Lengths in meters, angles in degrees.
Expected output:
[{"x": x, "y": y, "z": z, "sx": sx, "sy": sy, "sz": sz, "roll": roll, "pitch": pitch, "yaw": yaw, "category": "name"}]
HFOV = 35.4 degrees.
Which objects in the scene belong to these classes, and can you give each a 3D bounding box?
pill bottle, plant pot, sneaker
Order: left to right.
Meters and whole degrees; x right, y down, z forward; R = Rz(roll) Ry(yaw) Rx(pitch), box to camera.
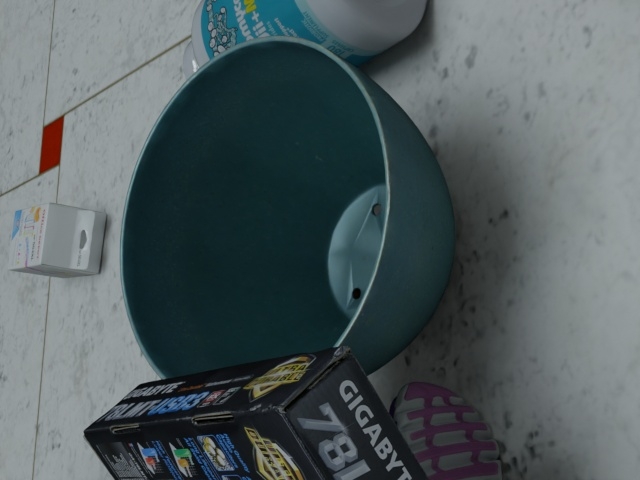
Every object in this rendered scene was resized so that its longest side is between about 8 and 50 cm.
[{"x": -0.030, "y": -0.216, "z": 0.995, "sx": 0.264, "sy": 0.146, "sz": 0.146, "roll": -24, "pitch": 62, "yaw": 48, "category": "pill bottle"}, {"x": 0.000, "y": 0.000, "z": 0.838, "sx": 0.290, "sy": 0.195, "sz": 0.290, "roll": -11, "pitch": 73, "yaw": 40, "category": "plant pot"}, {"x": 0.092, "y": 0.226, "z": 0.767, "sx": 0.104, "sy": 0.095, "sz": 0.236, "roll": -49, "pitch": 46, "yaw": 44, "category": "sneaker"}]

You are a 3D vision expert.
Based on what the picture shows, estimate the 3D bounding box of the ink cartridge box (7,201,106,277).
[{"x": -0.375, "y": 0.001, "z": 1.435, "sx": 0.143, "sy": 0.090, "sz": 0.092, "roll": -8, "pitch": 74, "yaw": 52, "category": "ink cartridge box"}]

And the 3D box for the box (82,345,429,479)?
[{"x": -0.010, "y": 0.224, "z": 0.697, "sx": 0.293, "sy": 0.073, "sz": 0.295, "roll": -21, "pitch": 104, "yaw": 53, "category": "box"}]

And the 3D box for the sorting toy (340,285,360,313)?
[{"x": -0.039, "y": 0.196, "z": 0.983, "sx": 0.229, "sy": 0.041, "sz": 0.307, "roll": -3, "pitch": 79, "yaw": 52, "category": "sorting toy"}]
